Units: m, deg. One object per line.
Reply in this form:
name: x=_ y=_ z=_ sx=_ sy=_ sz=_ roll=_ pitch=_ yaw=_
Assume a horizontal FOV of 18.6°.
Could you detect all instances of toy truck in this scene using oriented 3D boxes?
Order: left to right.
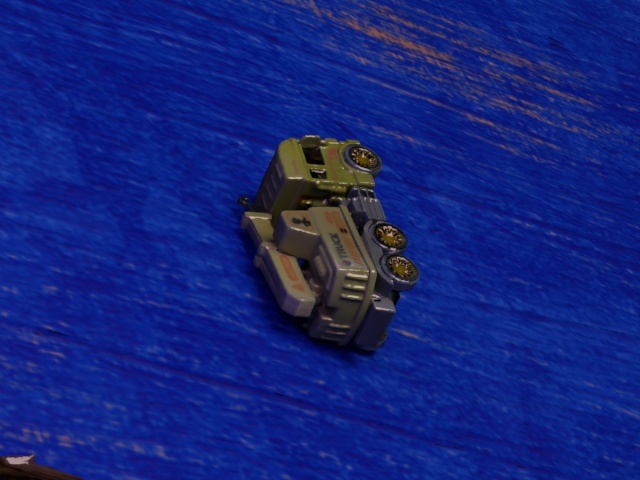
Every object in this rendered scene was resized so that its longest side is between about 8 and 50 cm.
toy truck: x=0.000 y=0.000 z=1.370 sx=0.100 sy=0.077 sz=0.169 roll=7 pitch=42 yaw=-24

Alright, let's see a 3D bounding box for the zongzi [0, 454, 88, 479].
zongzi: x=-0.017 y=0.167 z=0.848 sx=0.289 sy=0.317 sz=0.154 roll=31 pitch=48 yaw=-13
